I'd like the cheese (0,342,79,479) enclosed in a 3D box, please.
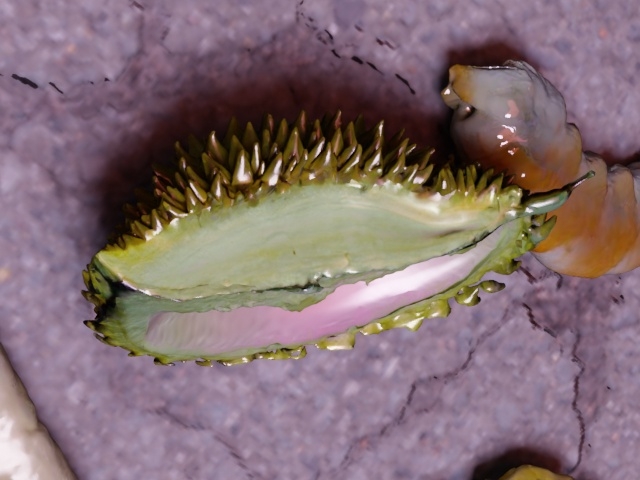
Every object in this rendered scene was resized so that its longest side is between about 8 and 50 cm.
[{"bbox_3d":[-0.162,0.071,0.656,0.065,0.043,0.194,-35,110,-16],"label":"cheese"}]

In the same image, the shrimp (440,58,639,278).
[{"bbox_3d":[0.149,-0.064,0.745,0.166,0.049,0.161,-45,116,-8],"label":"shrimp"}]

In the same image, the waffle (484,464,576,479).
[{"bbox_3d":[0.091,0.270,0.792,0.281,0.058,0.301,-25,108,-15],"label":"waffle"}]

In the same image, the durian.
[{"bbox_3d":[-0.002,-0.007,0.673,0.220,0.137,0.095,-4,69,-15],"label":"durian"}]
